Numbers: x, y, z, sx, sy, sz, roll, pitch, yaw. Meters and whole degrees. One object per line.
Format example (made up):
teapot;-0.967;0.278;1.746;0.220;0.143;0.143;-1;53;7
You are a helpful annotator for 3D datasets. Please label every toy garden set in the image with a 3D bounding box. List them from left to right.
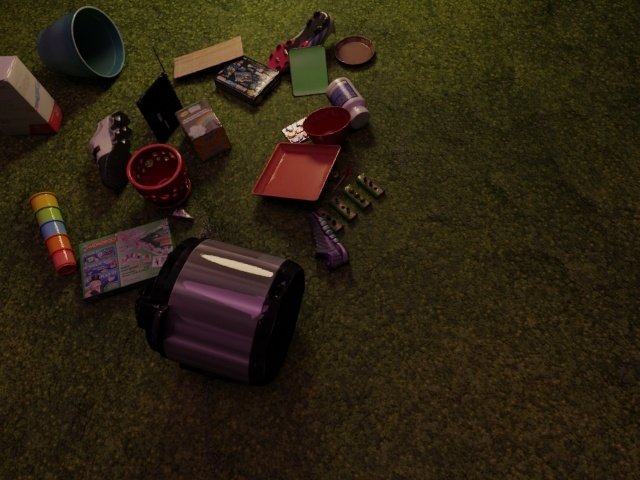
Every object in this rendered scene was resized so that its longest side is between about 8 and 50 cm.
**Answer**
toy garden set;0.071;-0.169;1.647;0.244;0.049;0.204;-41;67;-15

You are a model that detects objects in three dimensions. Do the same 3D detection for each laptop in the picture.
laptop;-0.626;-0.553;1.795;0.137;0.234;0.264;23;68;16

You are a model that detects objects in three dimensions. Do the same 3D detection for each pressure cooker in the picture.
pressure cooker;-0.285;0.182;1.323;0.421;0.369;0.375;15;62;8

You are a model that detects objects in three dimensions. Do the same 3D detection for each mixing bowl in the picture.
mixing bowl;0.032;-0.405;1.731;0.182;0.098;0.181;-9;47;10

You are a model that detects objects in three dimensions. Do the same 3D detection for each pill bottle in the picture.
pill bottle;0.109;-0.522;1.788;0.112;0.112;0.186;-25;64;-8

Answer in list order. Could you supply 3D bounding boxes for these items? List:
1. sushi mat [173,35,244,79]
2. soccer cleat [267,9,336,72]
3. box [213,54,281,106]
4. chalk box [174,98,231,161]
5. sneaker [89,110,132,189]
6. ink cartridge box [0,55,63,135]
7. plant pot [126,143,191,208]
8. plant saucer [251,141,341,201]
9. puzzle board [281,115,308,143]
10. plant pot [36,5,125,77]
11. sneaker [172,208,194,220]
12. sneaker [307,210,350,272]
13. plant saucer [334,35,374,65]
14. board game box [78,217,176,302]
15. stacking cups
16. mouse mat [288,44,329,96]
sushi mat;-0.479;-0.778;1.986;0.317;0.019;0.151;-17;55;4
soccer cleat;-0.068;-0.801;1.953;0.331;0.143;0.116;-39;70;12
box;-0.300;-0.663;1.926;0.220;0.051;0.175;30;70;18
chalk box;-0.455;-0.433;1.780;0.132;0.132;0.213;-29;64;-9
sneaker;-0.806;-0.325;1.775;0.146;0.122;0.330;-15;63;17
ink cartridge box;-1.188;-0.547;1.797;0.226;0.306;0.131;0;64;4
plant pot;-0.557;-0.215;1.652;0.191;0.174;0.191;-2;63;4
plant saucer;-0.079;-0.238;1.661;0.259;0.047;0.258;8;58;25
puzzle board;-0.075;-0.428;1.812;0.128;0.011;0.096;-31;65;-11
plant pot;-1.017;-0.807;1.956;0.255;0.271;0.271;-1;62;22
sneaker;-0.486;-0.095;1.665;0.083;0.032;0.036;12;65;10
sneaker;0.000;0.000;1.552;0.098;0.083;0.223;-34;66;-7
plant saucer;0.144;-0.794;1.969;0.169;0.029;0.168;-2;63;4
board game box;-0.651;0.064;1.591;0.318;0.046;0.213;-17;62;-4
stacking cups;-0.924;-0.026;1.640;0.096;0.096;0.316;-30;68;-10
mouse mat;-0.047;-0.683;1.884;0.153;0.007;0.189;-6;98;1
